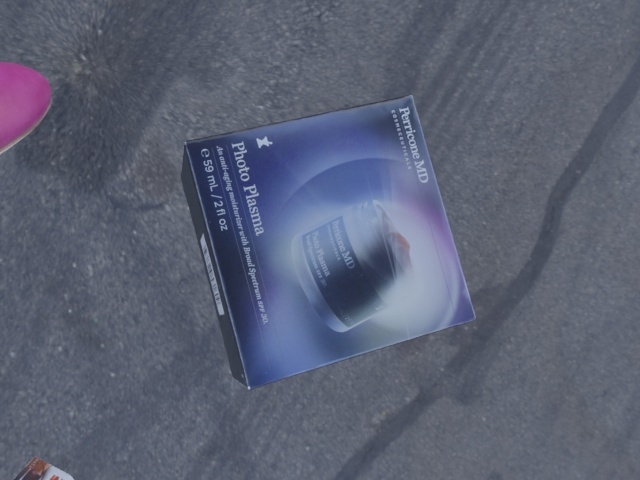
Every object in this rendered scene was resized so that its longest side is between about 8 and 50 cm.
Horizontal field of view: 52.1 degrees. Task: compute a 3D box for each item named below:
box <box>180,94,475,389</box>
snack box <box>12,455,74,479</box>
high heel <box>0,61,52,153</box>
[{"bbox_3d":[0.000,0.000,0.841,0.294,0.183,0.296,-15,87,-15],"label":"box"},{"bbox_3d":[-0.366,0.335,0.745,0.178,0.064,0.022,-53,146,-39],"label":"snack box"},{"bbox_3d":[-0.203,-0.061,0.215,0.244,0.082,0.117,-34,126,-46],"label":"high heel"}]
